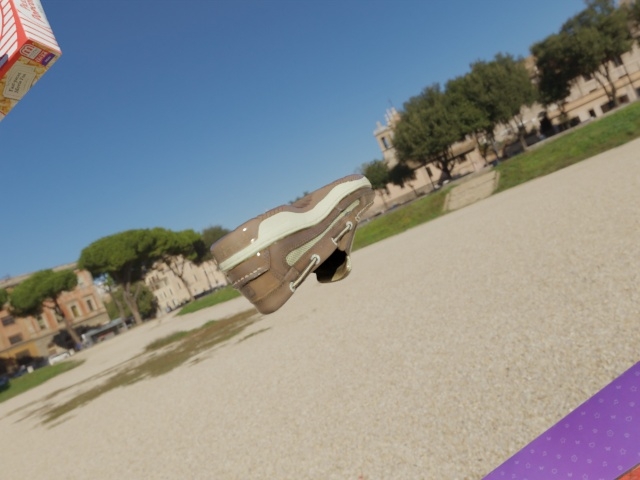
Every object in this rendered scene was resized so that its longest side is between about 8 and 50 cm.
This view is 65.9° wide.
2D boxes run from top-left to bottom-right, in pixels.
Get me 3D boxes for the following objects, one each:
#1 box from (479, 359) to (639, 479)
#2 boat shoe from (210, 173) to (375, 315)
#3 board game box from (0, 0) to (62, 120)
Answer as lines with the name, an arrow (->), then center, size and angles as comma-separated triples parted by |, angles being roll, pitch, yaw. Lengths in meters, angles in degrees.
box -> 0.216, 0.229, 0.391 | 0.293, 0.200, 0.057 | -51, 26, 22
boat shoe -> -0.005, 0.003, 0.530 | 0.095, 0.095, 0.257 | -32, 0, 39
board game box -> -0.418, -0.229, 0.615 | 0.193, 0.147, 0.045 | -36, -20, 19
